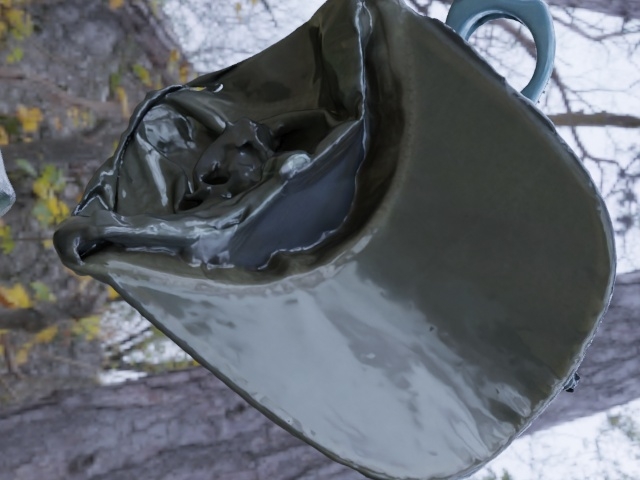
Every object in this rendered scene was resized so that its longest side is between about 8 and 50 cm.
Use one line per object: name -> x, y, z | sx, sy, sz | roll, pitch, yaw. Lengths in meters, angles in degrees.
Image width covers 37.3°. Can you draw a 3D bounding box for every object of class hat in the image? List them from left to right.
hat -> 0.000, 0.000, 0.476 | 0.245, 0.214, 0.149 | 49, -19, -3

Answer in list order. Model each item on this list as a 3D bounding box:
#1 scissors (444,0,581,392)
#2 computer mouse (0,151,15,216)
scissors -> 0.152, -0.039, 0.814 | 0.191, 0.029, 0.360 | -21, -90, 24
computer mouse -> -0.297, -0.103, 0.302 | 0.145, 0.429, 0.228 | -63, -146, 15
